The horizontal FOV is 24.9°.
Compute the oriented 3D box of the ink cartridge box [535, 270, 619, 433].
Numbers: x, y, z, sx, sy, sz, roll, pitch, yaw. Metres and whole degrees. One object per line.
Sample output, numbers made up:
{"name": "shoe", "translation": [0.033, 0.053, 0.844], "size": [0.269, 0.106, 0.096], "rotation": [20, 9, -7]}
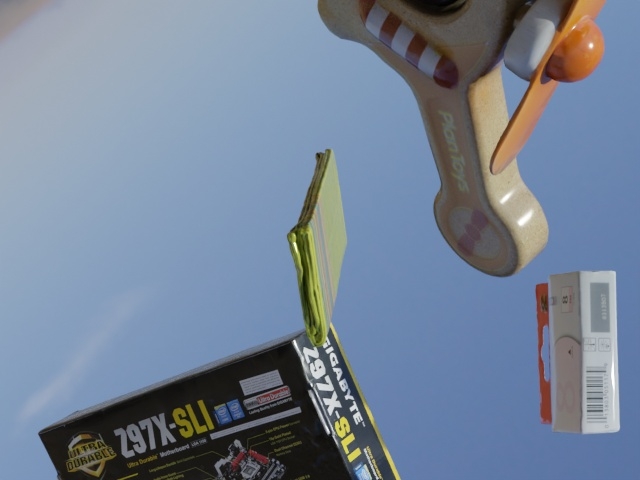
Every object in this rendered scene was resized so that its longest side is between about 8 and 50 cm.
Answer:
{"name": "ink cartridge box", "translation": [0.289, 0.137, 1.758], "size": [0.066, 0.189, 0.232], "rotation": [1, 175, -19]}

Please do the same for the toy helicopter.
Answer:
{"name": "toy helicopter", "translation": [0.098, -0.114, 0.921], "size": [0.235, 0.355, 0.140], "rotation": [19, -128, 39]}

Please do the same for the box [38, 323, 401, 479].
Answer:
{"name": "box", "translation": [-0.083, 0.243, 1.350], "size": [0.322, 0.257, 0.079], "rotation": [-23, -179, 31]}

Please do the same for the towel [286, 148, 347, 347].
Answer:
{"name": "towel", "translation": [0.000, 0.000, 1.244], "size": [0.021, 0.102, 0.237], "rotation": [-5, -161, 7]}
